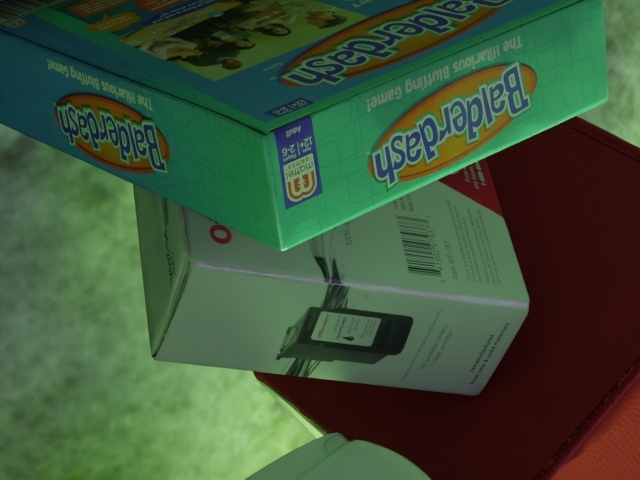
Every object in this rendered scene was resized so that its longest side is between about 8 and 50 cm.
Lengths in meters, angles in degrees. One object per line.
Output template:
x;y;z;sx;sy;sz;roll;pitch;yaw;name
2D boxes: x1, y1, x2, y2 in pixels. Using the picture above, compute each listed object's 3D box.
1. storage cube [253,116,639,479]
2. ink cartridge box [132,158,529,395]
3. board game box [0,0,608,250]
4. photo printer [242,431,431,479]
0.121;0.075;0.942;0.193;0.215;0.183;-48;131;-8;storage cube
0.000;0.000;0.840;0.150;0.109;0.063;8;133;-19;ink cartridge box
-0.019;-0.071;0.766;0.160;0.210;0.047;-24;120;-31;board game box
-0.047;0.248;0.867;0.256;0.107;0.307;-33;148;-19;photo printer
